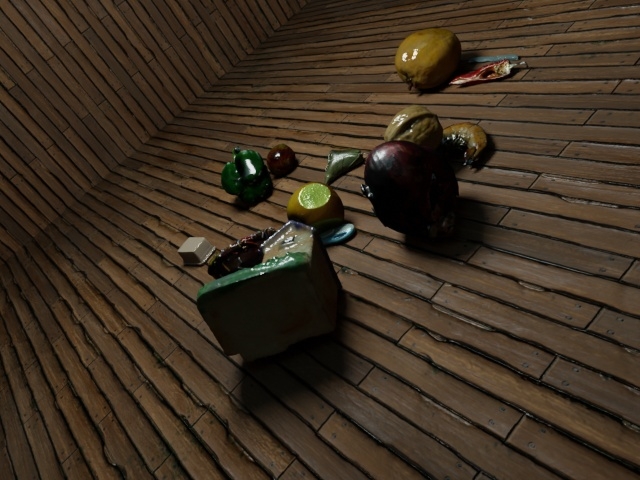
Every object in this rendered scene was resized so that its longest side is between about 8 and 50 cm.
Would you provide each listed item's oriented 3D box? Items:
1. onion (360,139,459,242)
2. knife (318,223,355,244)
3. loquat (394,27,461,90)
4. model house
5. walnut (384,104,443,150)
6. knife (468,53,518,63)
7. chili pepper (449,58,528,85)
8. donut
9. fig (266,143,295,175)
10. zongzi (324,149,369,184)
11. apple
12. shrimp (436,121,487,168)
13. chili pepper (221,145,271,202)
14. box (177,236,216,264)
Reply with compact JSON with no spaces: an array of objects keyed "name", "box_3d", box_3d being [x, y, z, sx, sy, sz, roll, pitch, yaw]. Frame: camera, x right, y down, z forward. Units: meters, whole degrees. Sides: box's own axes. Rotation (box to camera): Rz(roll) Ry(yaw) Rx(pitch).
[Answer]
[{"name":"onion","box_3d":[0.218,-0.139,1.500,0.221,0.281,0.281,-32,31,13]},{"name":"knife","box_3d":[0.000,0.000,1.752,0.221,0.031,0.064,-22,37,23]},{"name":"loquat","box_3d":[0.370,-0.633,2.102,0.238,0.193,0.238,-20,40,18]},{"name":"model house","box_3d":[-0.117,0.108,1.515,0.312,0.245,0.280,-20,28,17]},{"name":"walnut","box_3d":[0.257,-0.296,1.694,0.166,0.149,0.167,-13,66,30]},{"name":"knife","box_3d":[0.580,-0.607,2.034,0.028,0.015,0.210,-41,31,-23]},{"name":"chili pepper","box_3d":[0.537,-0.533,1.947,0.267,0.059,0.050,-8,2,42]},{"name":"donut","box_3d":[-0.211,0.058,1.730,0.216,0.096,0.230,-25,-9,-41]},{"name":"fig","box_3d":[-0.148,-0.313,2.258,0.109,0.103,0.155,-10,42,0]},{"name":"zongzi","box_3d":[0.091,-0.236,1.991,0.154,0.062,0.131,3,67,25]},{"name":"apple","box_3d":[-0.018,-0.085,1.772,0.147,0.146,0.163,-35,62,-19]},{"name":"shrimp","box_3d":[0.343,-0.230,1.711,0.290,0.054,0.222,-37,32,-2]},{"name":"chili pepper","box_3d":[-0.271,-0.250,2.236,0.174,0.165,0.261,-48,31,15]},{"name":"box","box_3d":[-0.430,0.035,2.097,0.122,0.062,0.089,1,46,44]}]
